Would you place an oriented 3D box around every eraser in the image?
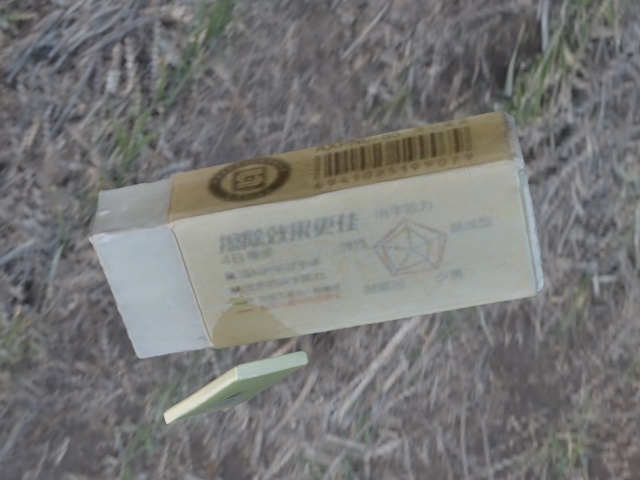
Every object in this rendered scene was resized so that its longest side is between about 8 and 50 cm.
[{"bbox_3d":[0.000,0.000,1.250,0.343,0.078,0.144,-10,128,7],"label":"eraser"}]

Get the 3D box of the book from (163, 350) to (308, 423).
[{"bbox_3d":[-0.070,0.122,1.284,0.111,0.077,0.014,-35,71,44],"label":"book"}]
